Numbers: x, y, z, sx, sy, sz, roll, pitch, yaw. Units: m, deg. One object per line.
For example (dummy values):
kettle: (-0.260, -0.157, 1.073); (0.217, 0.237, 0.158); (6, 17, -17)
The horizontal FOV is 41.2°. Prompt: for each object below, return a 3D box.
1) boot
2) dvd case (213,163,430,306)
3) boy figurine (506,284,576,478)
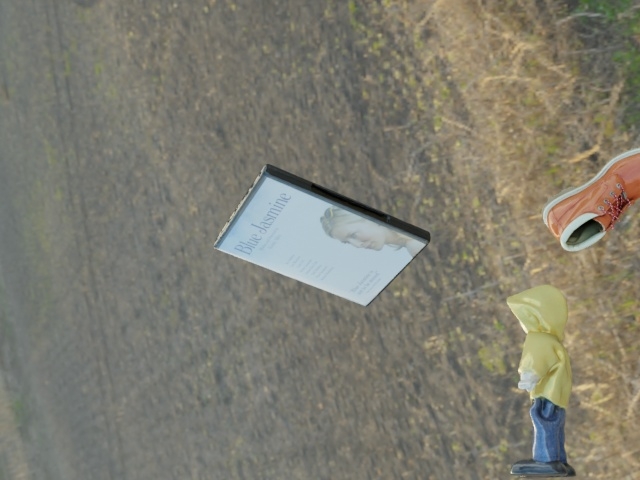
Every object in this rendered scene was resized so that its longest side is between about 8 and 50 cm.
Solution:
boot: (0.333, -0.044, 0.968); (0.059, 0.158, 0.084); (48, -160, -20)
dvd case: (0.000, 0.000, 1.183); (0.180, 0.253, 0.022); (-51, 24, 45)
boy figurine: (0.322, 0.202, 1.252); (0.092, 0.177, 0.285); (-9, 72, 27)
